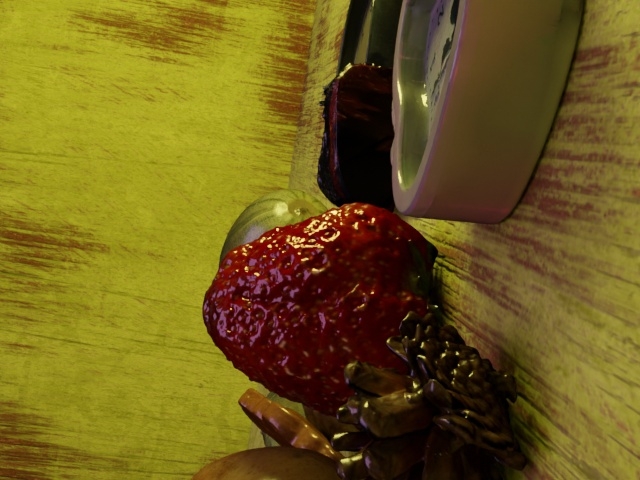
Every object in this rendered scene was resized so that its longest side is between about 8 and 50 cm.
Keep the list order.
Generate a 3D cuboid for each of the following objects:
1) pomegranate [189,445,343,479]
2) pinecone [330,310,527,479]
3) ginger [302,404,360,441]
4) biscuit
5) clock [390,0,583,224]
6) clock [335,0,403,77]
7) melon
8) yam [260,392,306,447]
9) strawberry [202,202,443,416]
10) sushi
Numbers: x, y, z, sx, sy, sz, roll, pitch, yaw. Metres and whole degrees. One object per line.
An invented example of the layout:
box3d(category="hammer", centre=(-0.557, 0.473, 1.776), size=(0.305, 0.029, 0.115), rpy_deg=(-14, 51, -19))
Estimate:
box3d(category="pomegranate", centre=(-0.045, 0.398, 1.061), size=(0.322, 0.322, 0.322), rpy_deg=(-172, 90, -83))
box3d(category="pinecone", centre=(0.088, 0.163, 0.801), size=(0.179, 0.149, 0.195), rpy_deg=(-102, 18, -53))
box3d(category="ginger", centre=(0.021, 0.152, 1.407), size=(0.354, 0.126, 0.190), rpy_deg=(-95, -12, -53))
box3d(category="biscuit", centre=(-0.014, 0.302, 1.327), size=(0.047, 0.202, 0.334), rpy_deg=(-43, 13, -14))
box3d(category="clock", centre=(0.147, -0.185, 0.923), size=(0.338, 0.102, 0.339), rpy_deg=(-172, 90, -84))
box3d(category="clock", centre=(0.085, -0.299, 1.617), size=(0.386, 0.076, 0.387), rpy_deg=(-171, 90, -83))
box3d(category="melon", centre=(-0.083, 0.040, 1.906), size=(0.329, 0.248, 0.249), rpy_deg=(111, 166, -46))
box3d(category="yam", centre=(-0.043, 0.365, 1.681), size=(0.330, 0.133, 0.133), rpy_deg=(-113, 32, -73))
box3d(category="strawberry", centre=(-0.001, 0.080, 1.106), size=(0.257, 0.276, 0.258), rpy_deg=(-172, 90, -86))
box3d(category="sushi", centre=(0.067, -0.146, 1.382), size=(0.126, 0.136, 0.225), rpy_deg=(163, 108, -85))
